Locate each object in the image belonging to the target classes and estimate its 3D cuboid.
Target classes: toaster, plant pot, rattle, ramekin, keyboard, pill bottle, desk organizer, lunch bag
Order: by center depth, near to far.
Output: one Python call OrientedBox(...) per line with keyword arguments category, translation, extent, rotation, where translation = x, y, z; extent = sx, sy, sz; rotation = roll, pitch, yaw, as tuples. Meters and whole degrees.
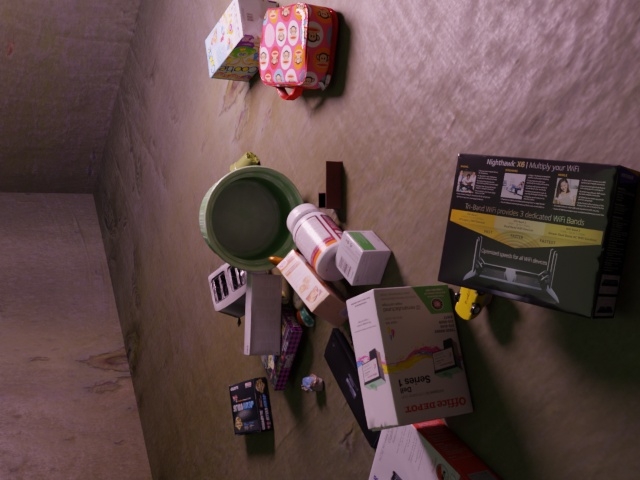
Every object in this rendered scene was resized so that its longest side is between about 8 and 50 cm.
OrientedBox(category="keyboard", translation=(0.100, 0.349, 1.786), extent=(0.317, 0.033, 0.201), rotation=(59, 144, 39))
OrientedBox(category="pill bottle", translation=(0.000, 0.000, 1.853), extent=(0.221, 0.121, 0.121), rotation=(52, 133, 46))
OrientedBox(category="desk organizer", translation=(0.025, -0.148, 1.874), extent=(0.047, 0.050, 0.130), rotation=(3, 93, 59))
OrientedBox(category="lunch bag", translation=(-0.071, -0.523, 1.957), extent=(0.293, 0.120, 0.258), rotation=(24, 112, 56))
OrientedBox(category="rattle", translation=(-0.081, 0.151, 1.987), extent=(0.130, 0.143, 0.199), rotation=(27, 110, 40))
OrientedBox(category="ramekin", translation=(-0.208, -0.064, 2.043), extent=(0.148, 0.303, 0.303), rotation=(-176, 85, -67))
OrientedBox(category="toaster", translation=(-0.253, 0.144, 2.198), extent=(0.168, 0.110, 0.185), rotation=(-35, 54, 27))
OrientedBox(category="plant pot", translation=(-0.244, -0.250, 2.315), extent=(0.079, 0.083, 0.083), rotation=(-48, 50, 32))

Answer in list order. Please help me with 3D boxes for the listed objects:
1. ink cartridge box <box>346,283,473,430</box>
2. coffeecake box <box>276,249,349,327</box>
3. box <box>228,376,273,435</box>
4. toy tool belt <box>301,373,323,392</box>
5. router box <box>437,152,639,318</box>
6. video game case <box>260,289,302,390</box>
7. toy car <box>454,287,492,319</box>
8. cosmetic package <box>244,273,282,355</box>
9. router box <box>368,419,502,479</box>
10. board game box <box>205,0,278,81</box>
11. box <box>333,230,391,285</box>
OrientedBox(category="ink cartridge box", translation=(0.186, 0.243, 1.465), extent=(0.117, 0.201, 0.278), rotation=(-31, 65, 56))
OrientedBox(category="coffeecake box", translation=(-0.012, 0.126, 1.829), extent=(0.068, 0.142, 0.185), rotation=(-46, 51, 6))
OrientedBox(category="box", translation=(-0.236, 0.559, 2.341), extent=(0.220, 0.051, 0.175), rotation=(-30, 65, 57))
OrientedBox(category="toy tool belt", translation=(-0.032, 0.407, 1.989), extent=(0.083, 0.051, 0.052), rotation=(-6, 85, 60))
OrientedBox(category="router box", translation=(0.361, -0.017, 1.199), extent=(0.309, 0.081, 0.242), rotation=(14, 96, 47))
OrientedBox(category="video game case", translation=(-0.128, 0.303, 2.136), extent=(0.210, 0.042, 0.232), rotation=(-121, 41, -53))
OrientedBox(category="toy car", translation=(0.322, 0.014, 1.374), extent=(0.239, 0.053, 0.225), rotation=(-51, 48, 47))
OrientedBox(category="cosmetic package", translation=(-0.170, 0.219, 2.070), extent=(0.060, 0.099, 0.239), rotation=(168, 105, -68))
OrientedBox(category="router box", translation=(0.227, 0.569, 1.524), extent=(0.301, 0.082, 0.335), rotation=(39, 124, 52))
OrientedBox(category="board game box", translation=(-0.248, -0.637, 2.231), extent=(0.275, 0.142, 0.144), rotation=(-28, 67, 56))
OrientedBox(category="box", translation=(0.102, 0.042, 1.714), extent=(0.101, 0.087, 0.102), rotation=(50, 132, 47))
